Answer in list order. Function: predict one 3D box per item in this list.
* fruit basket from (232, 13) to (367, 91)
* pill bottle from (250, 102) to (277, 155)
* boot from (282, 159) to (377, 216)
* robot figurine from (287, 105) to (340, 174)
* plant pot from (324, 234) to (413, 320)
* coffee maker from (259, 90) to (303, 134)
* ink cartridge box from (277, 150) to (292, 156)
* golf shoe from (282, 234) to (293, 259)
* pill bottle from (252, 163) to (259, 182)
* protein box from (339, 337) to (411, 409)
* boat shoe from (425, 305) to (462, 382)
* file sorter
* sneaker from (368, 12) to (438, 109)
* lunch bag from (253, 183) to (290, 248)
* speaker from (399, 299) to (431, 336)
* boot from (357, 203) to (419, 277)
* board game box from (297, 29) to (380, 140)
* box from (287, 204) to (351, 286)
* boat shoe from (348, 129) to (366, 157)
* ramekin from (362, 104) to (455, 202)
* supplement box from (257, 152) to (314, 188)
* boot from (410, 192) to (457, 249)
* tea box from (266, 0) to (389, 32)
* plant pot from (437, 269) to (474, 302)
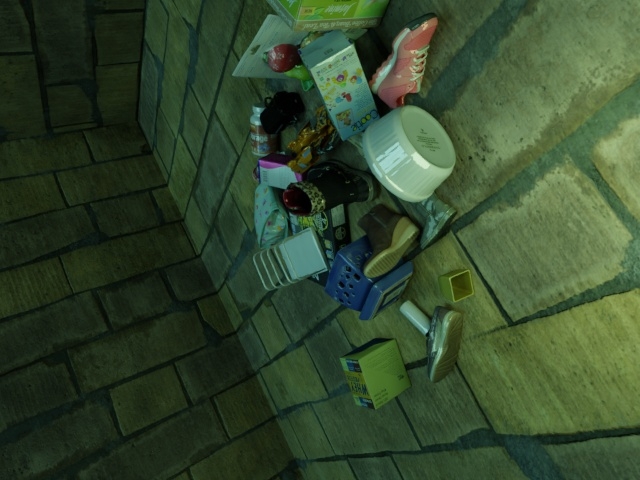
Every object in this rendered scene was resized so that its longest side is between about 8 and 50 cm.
[{"bbox_3d":[-0.075,-0.624,1.460,0.327,0.352,0.166,-24,72,59],"label":"fruit basket"},{"bbox_3d":[-0.255,-0.499,2.011,0.121,0.121,0.216,35,134,43],"label":"pill bottle"},{"bbox_3d":[-0.011,-0.193,1.655,0.377,0.284,0.138,28,129,48],"label":"boot"},{"bbox_3d":[-0.018,-0.383,1.663,0.291,0.085,0.211,-39,43,43],"label":"robot figurine"},{"bbox_3d":[0.182,0.132,1.602,0.212,0.235,0.236,43,141,25],"label":"plant pot"},{"bbox_3d":[-0.183,-0.528,1.841,0.178,0.171,0.120,-30,55,55],"label":"coffee maker"},{"bbox_3d":[-0.185,-0.340,2.014,0.135,0.056,0.099,-9,100,35],"label":"ink cartridge box"},{"bbox_3d":[-0.134,0.082,2.152,0.105,0.120,0.273,38,137,38],"label":"golf shoe"},{"bbox_3d":[-0.264,-0.342,2.147,0.152,0.086,0.086,-32,79,57],"label":"pill bottle"},{"bbox_3d":[0.218,0.523,1.780,0.136,0.199,0.201,-17,93,58],"label":"protein box"},{"bbox_3d":[0.403,0.347,1.506,0.092,0.102,0.286,37,132,49],"label":"boat shoe"},{"bbox_3d":[-0.131,0.087,1.896,0.277,0.173,0.193,-24,89,52],"label":"file sorter"},{"bbox_3d":[0.259,-0.498,1.272,0.136,0.115,0.314,53,153,7],"label":"sneaker"},{"bbox_3d":[-0.227,-0.128,2.089,0.262,0.160,0.224,103,158,-45],"label":"lunch bag"},{"bbox_3d":[0.345,0.276,1.589,0.136,0.055,0.055,45,140,35],"label":"speaker"},{"bbox_3d":[0.191,-0.003,1.518,0.207,0.248,0.090,38,166,44],"label":"boot"},{"bbox_3d":[0.062,-0.476,1.380,0.275,0.144,0.142,57,-173,-47],"label":"board game box"},{"bbox_3d":[0.000,0.000,1.923,0.318,0.097,0.395,21,125,53],"label":"box"},{"bbox_3d":[0.172,-0.325,1.481,0.302,0.109,0.098,48,148,40],"label":"boat shoe"},{"bbox_3d":[0.257,-0.254,1.251,0.127,0.272,0.273,-38,74,44],"label":"ramekin"},{"bbox_3d":[-0.143,-0.289,1.897,0.219,0.114,0.111,17,123,26],"label":"supplement box"},{"bbox_3d":[0.313,-0.101,1.414,0.208,0.076,0.190,46,127,23],"label":"boot"},{"bbox_3d":[0.043,-0.778,1.212,0.220,0.328,0.324,55,146,21],"label":"tea box"},{"bbox_3d":[0.412,0.135,1.392,0.083,0.081,0.082,11,117,65],"label":"plant pot"}]
